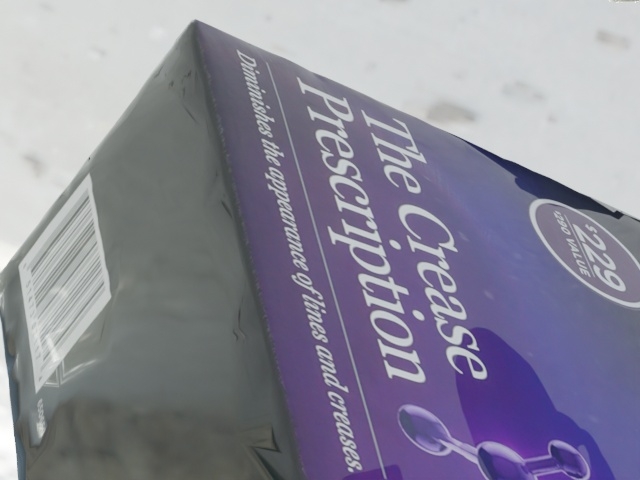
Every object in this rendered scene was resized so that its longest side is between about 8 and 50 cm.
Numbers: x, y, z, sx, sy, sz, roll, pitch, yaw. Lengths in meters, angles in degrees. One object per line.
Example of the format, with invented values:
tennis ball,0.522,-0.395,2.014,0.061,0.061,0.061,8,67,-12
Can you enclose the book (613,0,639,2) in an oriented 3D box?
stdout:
book,0.163,-0.149,0.801,0.035,0.096,0.144,20,177,-27

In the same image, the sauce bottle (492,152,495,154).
sauce bottle,0.000,0.000,0.650,0.128,0.042,0.042,-10,155,-3

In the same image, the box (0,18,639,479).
box,0.040,0.091,0.429,0.184,0.261,0.103,24,121,-31
